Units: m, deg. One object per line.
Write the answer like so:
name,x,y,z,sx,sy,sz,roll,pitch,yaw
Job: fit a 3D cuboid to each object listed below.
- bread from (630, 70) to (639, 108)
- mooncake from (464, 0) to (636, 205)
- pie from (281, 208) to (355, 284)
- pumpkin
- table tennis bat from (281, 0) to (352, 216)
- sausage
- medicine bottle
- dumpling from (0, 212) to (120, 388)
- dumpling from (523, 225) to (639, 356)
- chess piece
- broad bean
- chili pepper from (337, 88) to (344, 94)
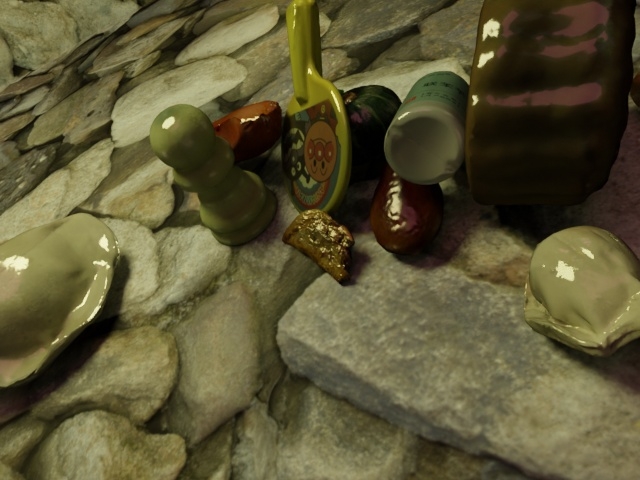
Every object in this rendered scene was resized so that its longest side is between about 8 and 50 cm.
bread,0.551,-0.264,0.664,0.239,0.074,0.092,-39,61,-6
mooncake,0.287,-0.185,0.590,0.162,0.290,0.290,7,56,25
pie,0.000,0.000,0.737,0.170,0.034,0.091,37,115,40
pumpkin,0.068,-0.202,0.825,0.167,0.125,0.167,-13,44,12
table tennis bat,-0.018,-0.214,0.766,0.054,0.368,0.224,-6,4,-29
sausage,-0.178,-0.200,0.919,0.330,0.102,0.102,-1,49,54
medicine bottle,0.187,-0.208,0.738,0.110,0.110,0.351,-5,29,24
dumpling,-0.520,0.112,0.845,0.260,0.181,0.341,40,46,23
dumpling,0.287,0.054,0.508,0.136,0.118,0.199,-36,15,16
chess piece,-0.194,-0.121,0.801,0.145,0.251,0.144,-15,48,17
broad bean,0.128,-0.051,0.699,0.114,0.084,0.165,-14,52,40
chili pepper,0.025,-0.298,0.999,0.091,0.030,0.034,-51,23,-22
